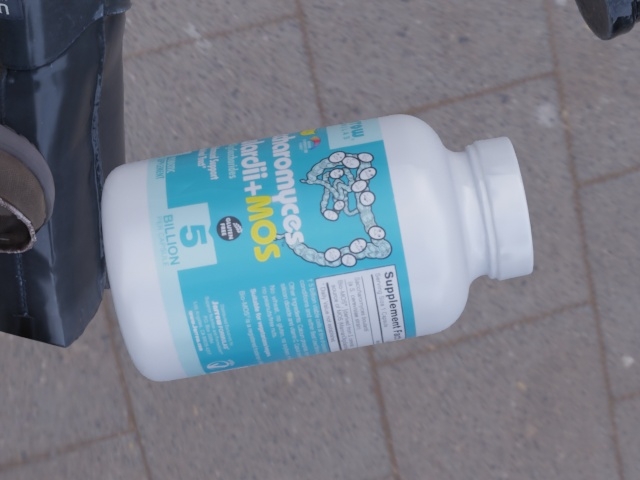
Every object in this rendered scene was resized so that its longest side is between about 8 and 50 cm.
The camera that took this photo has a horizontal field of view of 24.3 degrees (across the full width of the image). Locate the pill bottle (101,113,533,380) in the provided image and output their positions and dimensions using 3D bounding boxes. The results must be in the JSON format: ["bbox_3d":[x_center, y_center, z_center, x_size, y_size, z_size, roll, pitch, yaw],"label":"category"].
[{"bbox_3d":[0.000,0.000,0.966,0.264,0.146,0.146,-11,107,1],"label":"pill bottle"}]

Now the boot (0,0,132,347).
[{"bbox_3d":[-0.219,-0.163,1.493,0.146,0.367,0.445,17,127,23],"label":"boot"}]

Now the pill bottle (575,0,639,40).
[{"bbox_3d":[0.351,-0.273,1.403,0.219,0.123,0.123,-23,109,-4],"label":"pill bottle"}]

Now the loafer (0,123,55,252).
[{"bbox_3d":[-0.334,-0.052,1.177,0.134,0.366,0.130,4,73,20],"label":"loafer"}]
